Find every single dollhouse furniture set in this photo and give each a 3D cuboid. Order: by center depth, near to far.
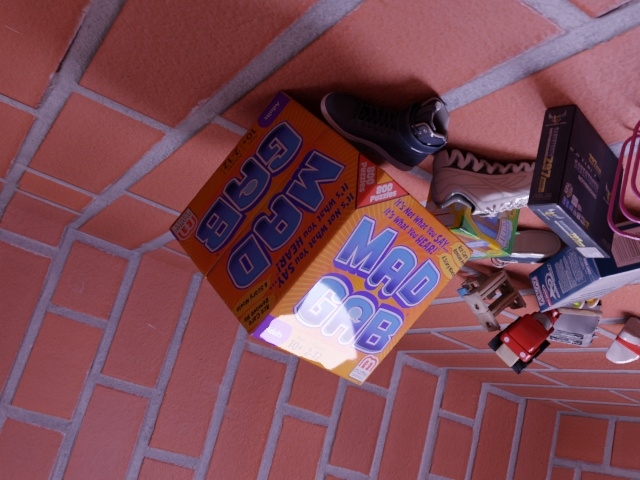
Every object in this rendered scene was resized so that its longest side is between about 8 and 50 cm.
[{"bbox_3d":[0.473,0.183,2.124,0.129,0.129,0.183,57,155,-3],"label":"dollhouse furniture set"}]

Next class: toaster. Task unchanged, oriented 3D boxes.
[{"bbox_3d":[0.739,0.236,2.182,0.185,0.110,0.168,10,161,19],"label":"toaster"}]

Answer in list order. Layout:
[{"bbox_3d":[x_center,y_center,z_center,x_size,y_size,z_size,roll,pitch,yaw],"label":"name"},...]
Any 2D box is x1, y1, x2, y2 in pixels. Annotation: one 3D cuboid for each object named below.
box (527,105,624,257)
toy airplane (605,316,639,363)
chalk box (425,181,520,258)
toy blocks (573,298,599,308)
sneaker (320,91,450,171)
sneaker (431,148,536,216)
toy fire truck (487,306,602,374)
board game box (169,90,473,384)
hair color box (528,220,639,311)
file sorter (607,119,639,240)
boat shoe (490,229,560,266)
[{"bbox_3d":[0.446,-0.095,1.261,0.059,0.184,0.232,-1,155,42],"label":"box"},{"bbox_3d":[1.022,0.383,2.114,0.385,0.273,0.384,7,-174,-19],"label":"toy airplane"},{"bbox_3d":[0.346,-0.040,1.611,0.213,0.132,0.132,25,161,-29],"label":"chalk box"},{"bbox_3d":[0.680,0.144,2.037,0.148,0.054,0.123,20,164,-10],"label":"toy blocks"},{"bbox_3d":[0.126,-0.223,1.313,0.226,0.086,0.163,28,154,-19],"label":"sneaker"},{"bbox_3d":[0.361,-0.096,1.451,0.292,0.118,0.110,9,160,14],"label":"sneaker"},{"bbox_3d":[0.618,0.239,2.001,0.158,0.246,0.217,45,-145,19],"label":"toy fire truck"},{"bbox_3d":[0.000,0.000,1.438,0.356,0.356,0.356,34,-172,-47],"label":"board game box"},{"bbox_3d":[0.613,0.061,1.635,0.173,0.105,0.347,-12,164,-7],"label":"hair color box"},{"bbox_3d":[0.554,-0.119,1.061,0.182,0.202,0.291,14,163,10],"label":"file sorter"},{"bbox_3d":[0.446,0.012,1.765,0.254,0.095,0.079,2,149,12],"label":"boat shoe"}]
